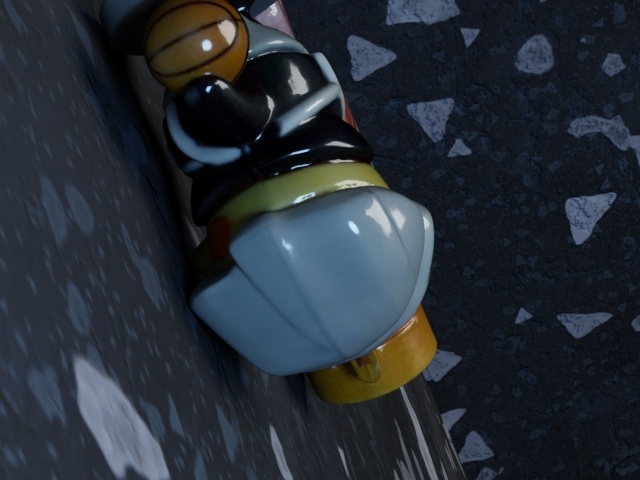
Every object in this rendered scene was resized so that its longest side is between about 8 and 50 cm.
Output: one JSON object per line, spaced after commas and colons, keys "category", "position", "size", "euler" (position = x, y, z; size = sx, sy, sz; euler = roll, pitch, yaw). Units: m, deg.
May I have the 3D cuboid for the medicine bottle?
{"category": "medicine bottle", "position": [0.001, 0.000, 0.945], "size": [0.149, 0.112, 0.222], "euler": [-99, 166, -70]}

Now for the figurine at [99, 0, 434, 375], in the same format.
{"category": "figurine", "position": [-0.028, -0.044, 0.712], "size": [0.236, 0.133, 0.176], "euler": [66, 13, 7]}

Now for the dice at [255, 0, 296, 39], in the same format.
{"category": "dice", "position": [-0.075, -0.173, 1.000], "size": [0.094, 0.091, 0.093], "euler": [59, 10, -69]}
